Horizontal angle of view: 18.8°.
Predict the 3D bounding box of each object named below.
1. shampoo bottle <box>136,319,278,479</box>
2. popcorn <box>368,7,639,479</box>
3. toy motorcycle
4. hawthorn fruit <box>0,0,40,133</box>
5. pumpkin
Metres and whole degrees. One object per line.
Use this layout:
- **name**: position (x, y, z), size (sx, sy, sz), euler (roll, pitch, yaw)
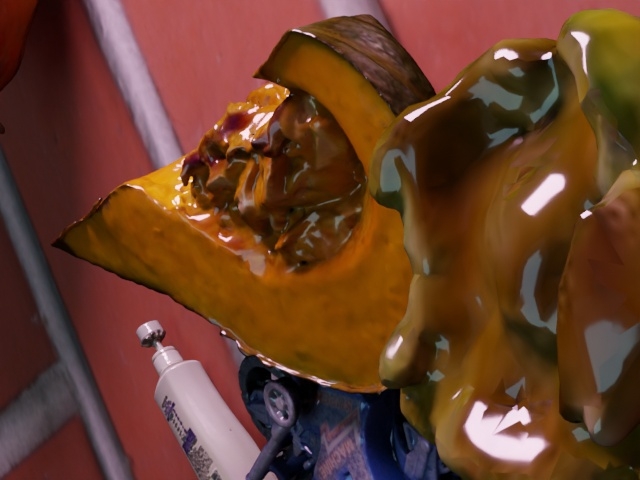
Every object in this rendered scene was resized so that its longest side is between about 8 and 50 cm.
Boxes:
- **shampoo bottle**: position (-0.072, 0.105, 1.158), size (0.141, 0.034, 0.049), euler (57, 149, 24)
- **popcorn**: position (0.150, 0.013, 0.645), size (0.258, 0.270, 0.224), euler (-17, 89, 11)
- **toy motorcycle**: position (0.026, 0.113, 0.996), size (0.205, 0.076, 0.114), euler (7, 115, 54)
- **hawthorn fruit**: position (-0.259, -0.175, 1.187), size (0.210, 0.210, 0.262), euler (-12, 116, 55)
- **pumpkin**: position (0.001, 0.000, 0.967), size (0.278, 0.111, 0.163), euler (-34, 84, 49)
